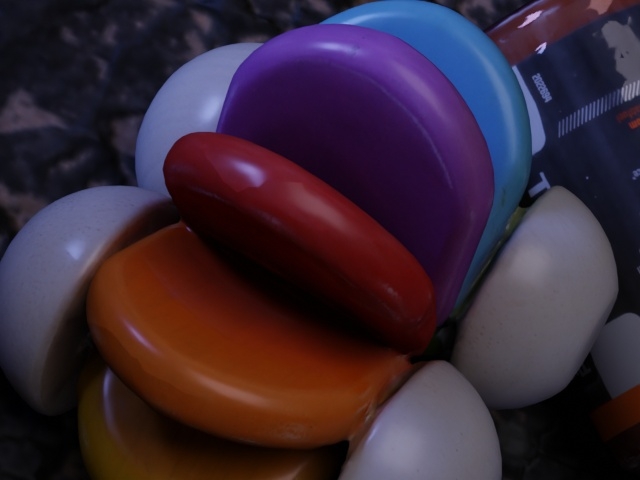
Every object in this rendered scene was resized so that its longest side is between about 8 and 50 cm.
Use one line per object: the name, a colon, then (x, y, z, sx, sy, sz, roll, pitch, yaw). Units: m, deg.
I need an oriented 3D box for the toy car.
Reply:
toy car: (0.000, 0.000, 0.522, 0.159, 0.136, 0.182, 29, 53, 15)

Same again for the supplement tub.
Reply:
supplement tub: (0.125, 0.009, 0.616, 0.106, 0.106, 0.198, -18, 75, -33)
